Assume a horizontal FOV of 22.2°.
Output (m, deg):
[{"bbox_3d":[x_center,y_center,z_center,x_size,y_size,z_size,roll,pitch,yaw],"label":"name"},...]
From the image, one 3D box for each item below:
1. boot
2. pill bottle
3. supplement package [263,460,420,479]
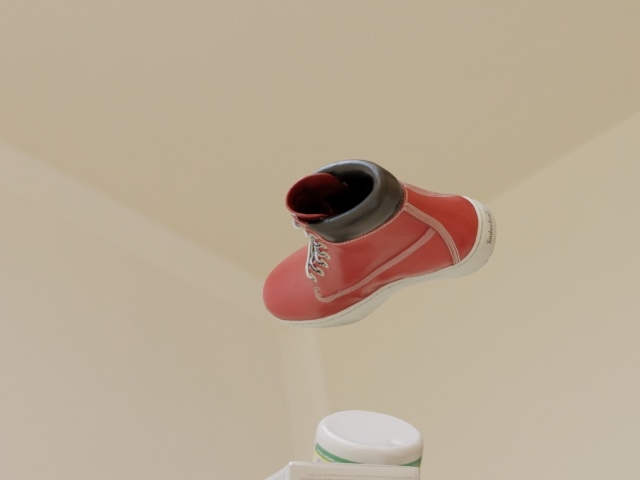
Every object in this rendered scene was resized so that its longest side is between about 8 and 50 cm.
[{"bbox_3d":[0.000,0.000,1.372,0.176,0.244,0.088,19,-121,-41],"label":"boot"},{"bbox_3d":[0.040,0.298,1.755,0.117,0.117,0.208,-19,-60,-61],"label":"pill bottle"},{"bbox_3d":[0.010,0.258,1.171,0.105,0.105,0.179,5,-111,-21],"label":"supplement package"}]
